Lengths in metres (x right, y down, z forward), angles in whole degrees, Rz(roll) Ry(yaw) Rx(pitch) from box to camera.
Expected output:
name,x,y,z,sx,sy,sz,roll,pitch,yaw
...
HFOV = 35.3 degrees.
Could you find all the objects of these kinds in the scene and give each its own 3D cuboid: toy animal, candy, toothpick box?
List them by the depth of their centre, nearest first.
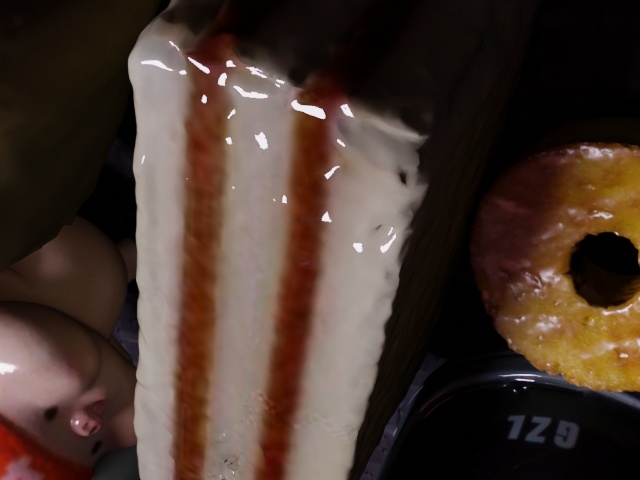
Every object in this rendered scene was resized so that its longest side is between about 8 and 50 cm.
name,x,y,z,sx,sy,sz,roll,pitch,yaw
candy,0.000,0.000,0.519,0.135,0.179,0.321,22,133,14
toothpick box,0.103,0.258,0.546,0.263,0.355,0.263,16,132,19
toy animal,-0.192,0.075,0.649,0.171,0.198,0.171,-1,153,-1

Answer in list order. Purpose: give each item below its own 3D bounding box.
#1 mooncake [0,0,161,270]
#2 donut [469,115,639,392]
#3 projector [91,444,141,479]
name,x,y,z,sx,sy,sz,roll,pitch,yaw
mooncake,-0.293,-0.145,0.540,0.394,0.393,0.246,0,140,-23
donut,0.151,0.005,0.522,0.151,0.058,0.152,15,131,19
projector,-0.171,0.234,0.765,0.177,0.242,0.163,-20,116,38
